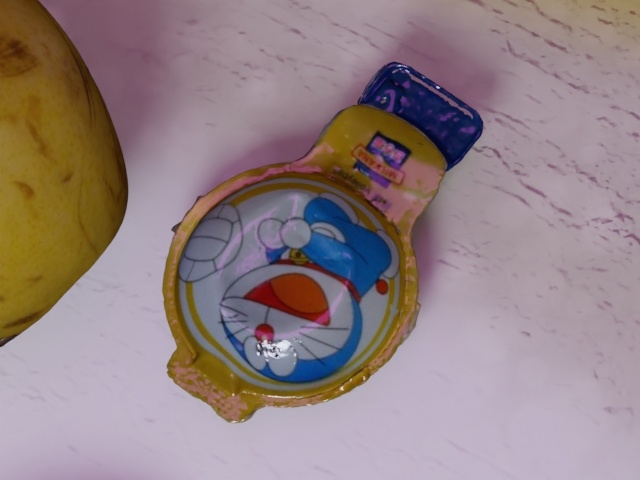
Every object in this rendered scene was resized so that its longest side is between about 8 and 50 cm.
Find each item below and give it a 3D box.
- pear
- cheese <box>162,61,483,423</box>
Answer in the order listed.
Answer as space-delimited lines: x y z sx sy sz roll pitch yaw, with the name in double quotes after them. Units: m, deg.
-0.265 -0.055 1.199 0.281 0.281 0.281 -2 71 6 "pear"
0.000 0.000 1.249 0.177 0.069 0.270 35 78 16 "cheese"
